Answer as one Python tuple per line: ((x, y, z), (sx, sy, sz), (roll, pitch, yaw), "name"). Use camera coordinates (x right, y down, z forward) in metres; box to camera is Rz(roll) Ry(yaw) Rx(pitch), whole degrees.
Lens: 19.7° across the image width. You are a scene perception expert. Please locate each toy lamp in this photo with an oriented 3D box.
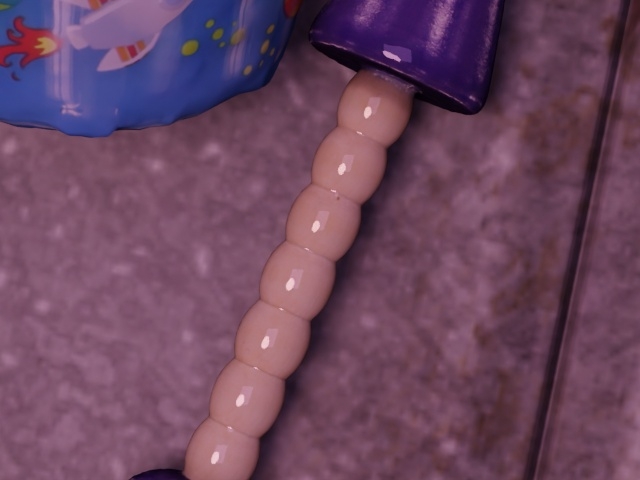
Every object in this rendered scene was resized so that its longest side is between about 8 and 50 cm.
((0.000, 0.000, 0.736), (0.080, 0.080, 0.274), (24, 92, 5), "toy lamp")

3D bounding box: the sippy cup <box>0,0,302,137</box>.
((-0.085, -0.169, 0.662), (0.306, 0.240, 0.224), (4, 123, -4), "sippy cup")
